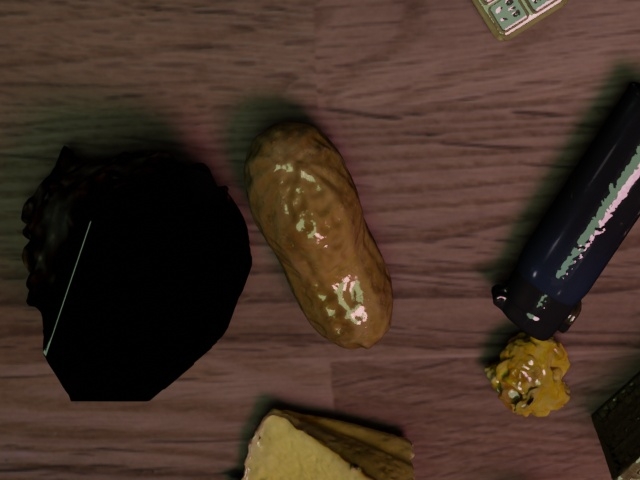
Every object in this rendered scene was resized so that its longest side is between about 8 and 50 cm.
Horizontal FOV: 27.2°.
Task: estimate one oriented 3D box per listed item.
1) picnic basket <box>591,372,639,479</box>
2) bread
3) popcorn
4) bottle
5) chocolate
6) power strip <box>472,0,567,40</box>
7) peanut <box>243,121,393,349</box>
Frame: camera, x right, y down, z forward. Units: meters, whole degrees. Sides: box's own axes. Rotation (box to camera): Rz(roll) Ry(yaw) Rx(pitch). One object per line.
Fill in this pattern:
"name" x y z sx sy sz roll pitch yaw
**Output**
"picnic basket" 0.383 0.201 1.232 0.196 0.134 0.154 39 107 -11
"bread" -0.016 0.299 1.286 0.178 0.135 0.240 14 113 -3
"popcorn" 0.191 0.128 1.257 0.084 0.084 0.084 1 111 2
"bottle" 0.245 -0.021 1.185 0.082 0.072 0.244 28 110 -11
"chocolate" -0.194 0.006 1.203 0.177 0.206 0.224 30 104 38
"power strip" 0.140 -0.255 1.124 0.076 0.028 0.169 -32 106 15
"peanut" 0.000 0.000 1.187 0.095 0.108 0.226 -21 111 5
